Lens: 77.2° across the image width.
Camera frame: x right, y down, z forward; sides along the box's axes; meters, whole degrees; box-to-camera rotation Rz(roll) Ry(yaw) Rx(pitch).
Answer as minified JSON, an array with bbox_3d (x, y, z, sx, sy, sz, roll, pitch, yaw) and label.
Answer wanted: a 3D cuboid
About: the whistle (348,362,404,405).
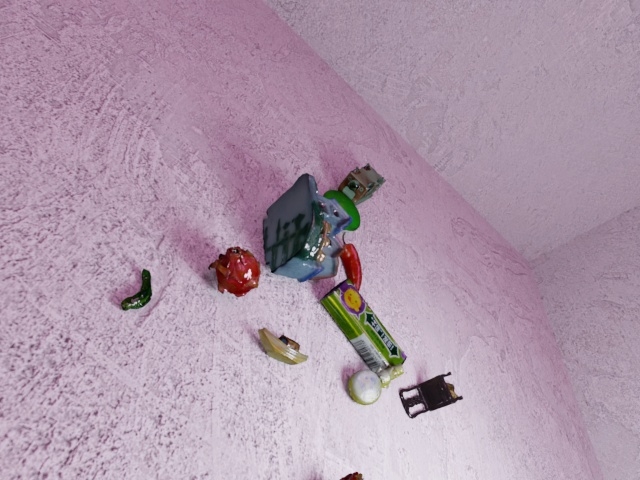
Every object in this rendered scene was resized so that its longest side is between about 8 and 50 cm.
[{"bbox_3d":[0.176,0.440,1.259,0.198,0.057,0.104,-18,76,-28],"label":"whistle"}]

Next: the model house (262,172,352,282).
[{"bbox_3d":[0.000,0.000,1.372,0.329,0.252,0.295,28,40,-40],"label":"model house"}]

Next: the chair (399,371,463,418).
[{"bbox_3d":[0.394,0.550,1.425,0.229,0.113,0.106,10,50,-49],"label":"chair"}]

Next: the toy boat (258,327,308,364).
[{"bbox_3d":[-0.105,0.296,1.116,0.172,0.065,0.066,38,49,-28],"label":"toy boat"}]

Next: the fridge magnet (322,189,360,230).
[{"bbox_3d":[0.087,-0.125,1.706,0.208,0.088,0.208,30,38,-27],"label":"fridge magnet"}]

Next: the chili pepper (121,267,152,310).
[{"bbox_3d":[-0.418,0.121,0.942,0.055,0.035,0.118,52,34,-31],"label":"chili pepper"}]

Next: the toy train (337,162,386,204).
[{"bbox_3d":[0.190,-0.260,1.878,0.129,0.159,0.326,42,29,8],"label":"toy train"}]

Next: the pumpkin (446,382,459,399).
[{"bbox_3d":[0.495,0.592,1.568,0.101,0.035,0.073,23,32,-30],"label":"pumpkin"}]

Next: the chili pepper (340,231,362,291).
[{"bbox_3d":[0.122,0.091,1.573,0.063,0.071,0.272,72,5,-64],"label":"chili pepper"}]

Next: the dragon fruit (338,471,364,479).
[{"bbox_3d":[0.055,0.647,0.930,0.120,0.127,0.161,49,33,11],"label":"dragon fruit"}]

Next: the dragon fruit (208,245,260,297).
[{"bbox_3d":[-0.223,0.085,1.090,0.136,0.166,0.133,-29,59,-27],"label":"dragon fruit"}]

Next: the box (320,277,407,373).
[{"bbox_3d":[0.149,0.305,1.376,0.345,0.097,0.134,53,42,2],"label":"box"}]
